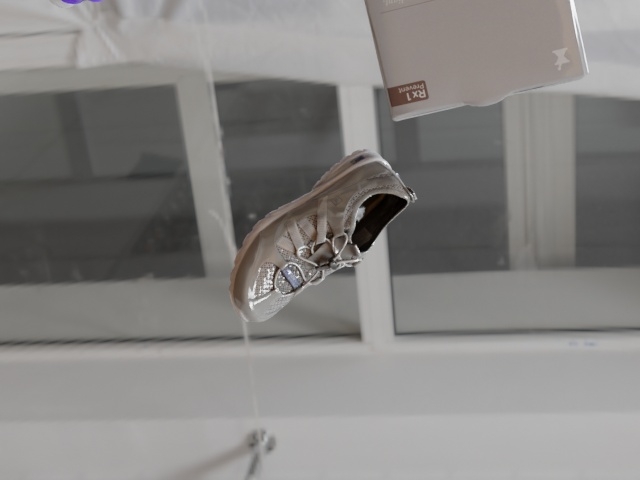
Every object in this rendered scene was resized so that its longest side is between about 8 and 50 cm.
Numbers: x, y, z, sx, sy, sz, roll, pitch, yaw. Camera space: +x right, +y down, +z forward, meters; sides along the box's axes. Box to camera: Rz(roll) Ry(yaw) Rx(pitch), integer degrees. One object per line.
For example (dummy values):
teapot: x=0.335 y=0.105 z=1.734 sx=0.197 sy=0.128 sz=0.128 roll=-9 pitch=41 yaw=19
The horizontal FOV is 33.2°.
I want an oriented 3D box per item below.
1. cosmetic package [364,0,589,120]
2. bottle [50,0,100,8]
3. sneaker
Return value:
cosmetic package: x=0.108 y=-0.162 z=0.743 sx=0.127 sy=0.107 sz=0.238 roll=-12 pitch=-167 yaw=11
bottle: x=-0.268 y=-0.386 z=1.424 sx=0.282 sy=0.118 sz=0.092 roll=-16 pitch=-179 yaw=42
sneaker: x=0.000 y=0.000 z=1.360 sx=0.281 sy=0.105 sz=0.115 roll=-46 pitch=-137 yaw=-7
